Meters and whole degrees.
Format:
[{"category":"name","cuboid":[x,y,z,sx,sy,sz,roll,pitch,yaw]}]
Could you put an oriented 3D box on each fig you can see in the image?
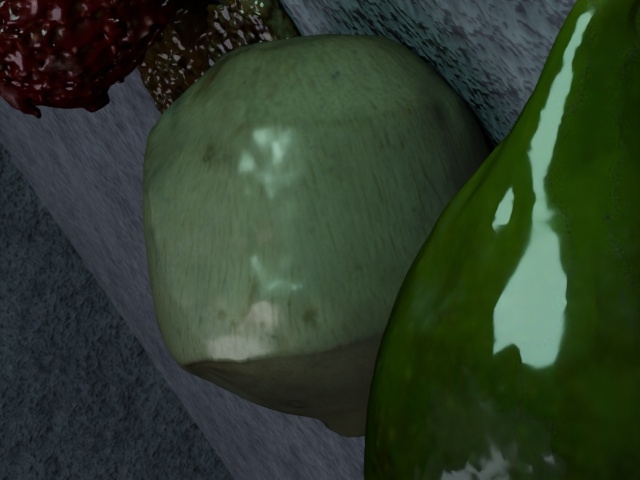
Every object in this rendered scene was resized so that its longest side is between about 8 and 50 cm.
[{"category":"fig","cuboid":[0.108,0.027,0.600,0.206,0.206,0.275,32,134,57]}]

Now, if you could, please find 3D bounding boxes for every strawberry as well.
[{"category":"strawberry","cuboid":[-0.169,-0.187,0.989,0.184,0.187,0.201,22,160,-22]}]

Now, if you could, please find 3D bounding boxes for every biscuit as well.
[{"category":"biscuit","cuboid":[-0.023,-0.063,1.032,0.131,0.026,0.237,-2,127,49]},{"category":"biscuit","cuboid":[-0.072,-0.085,1.193,0.305,0.038,0.305,49,166,17]}]

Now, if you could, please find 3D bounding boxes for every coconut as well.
[{"category":"coconut","cuboid":[0.000,0.000,0.838,0.224,0.224,0.224,49,166,17]}]
